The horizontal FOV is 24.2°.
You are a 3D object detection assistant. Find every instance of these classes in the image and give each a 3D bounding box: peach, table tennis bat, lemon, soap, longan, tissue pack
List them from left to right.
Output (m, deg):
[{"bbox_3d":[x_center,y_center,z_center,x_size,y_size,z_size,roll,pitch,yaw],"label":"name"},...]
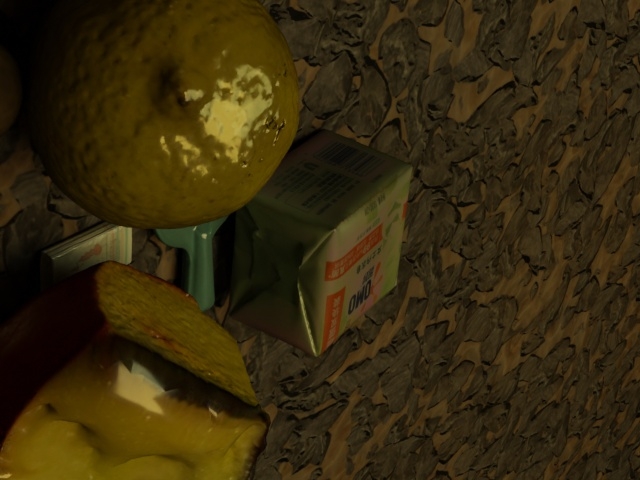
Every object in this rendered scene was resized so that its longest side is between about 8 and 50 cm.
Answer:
[{"bbox_3d":[-0.304,-0.124,1.254,0.113,0.092,0.113,-31,145,-24],"label":"longan"},{"bbox_3d":[-0.238,0.017,1.523,0.108,0.023,0.056,-28,135,-43],"label":"tissue pack"},{"bbox_3d":[-0.223,0.190,1.480,0.306,0.242,0.380,2,126,-32],"label":"peach"},{"bbox_3d":[-0.141,-0.127,1.329,0.267,0.267,0.267,-35,139,-37],"label":"lemon"},{"bbox_3d":[-0.133,-0.029,1.629,0.153,0.040,0.244,-31,134,-45],"label":"table tennis bat"},{"bbox_3d":[0.000,0.000,1.725,0.199,0.138,0.182,-39,144,-49],"label":"soap"}]
